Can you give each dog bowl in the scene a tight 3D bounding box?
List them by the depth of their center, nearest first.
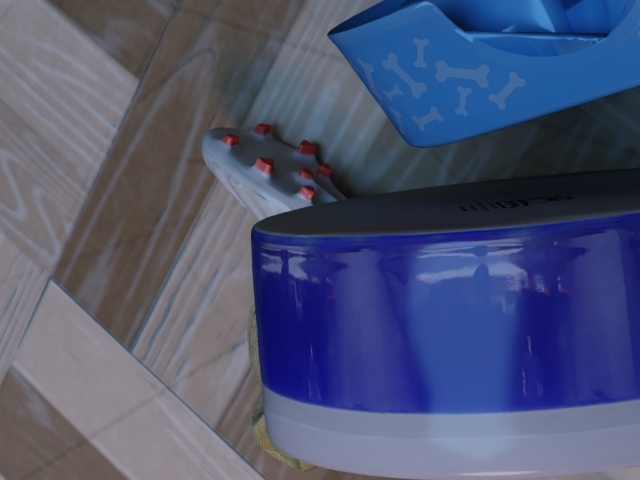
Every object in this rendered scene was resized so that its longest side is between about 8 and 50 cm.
[{"bbox_3d":[0.100,0.030,0.753,0.265,0.265,0.104,-2,98,34],"label":"dog bowl"},{"bbox_3d":[0.145,-0.121,0.760,0.297,0.166,0.074,-15,103,35],"label":"dog bowl"}]

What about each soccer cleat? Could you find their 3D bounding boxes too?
[{"bbox_3d":[0.000,0.000,0.937,0.196,0.068,0.076,34,120,20],"label":"soccer cleat"}]

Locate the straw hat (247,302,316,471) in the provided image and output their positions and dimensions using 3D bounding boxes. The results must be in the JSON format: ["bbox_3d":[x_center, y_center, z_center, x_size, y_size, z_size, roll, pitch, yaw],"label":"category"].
[{"bbox_3d":[-0.008,0.102,0.934,0.144,0.061,0.144,26,137,27],"label":"straw hat"}]
